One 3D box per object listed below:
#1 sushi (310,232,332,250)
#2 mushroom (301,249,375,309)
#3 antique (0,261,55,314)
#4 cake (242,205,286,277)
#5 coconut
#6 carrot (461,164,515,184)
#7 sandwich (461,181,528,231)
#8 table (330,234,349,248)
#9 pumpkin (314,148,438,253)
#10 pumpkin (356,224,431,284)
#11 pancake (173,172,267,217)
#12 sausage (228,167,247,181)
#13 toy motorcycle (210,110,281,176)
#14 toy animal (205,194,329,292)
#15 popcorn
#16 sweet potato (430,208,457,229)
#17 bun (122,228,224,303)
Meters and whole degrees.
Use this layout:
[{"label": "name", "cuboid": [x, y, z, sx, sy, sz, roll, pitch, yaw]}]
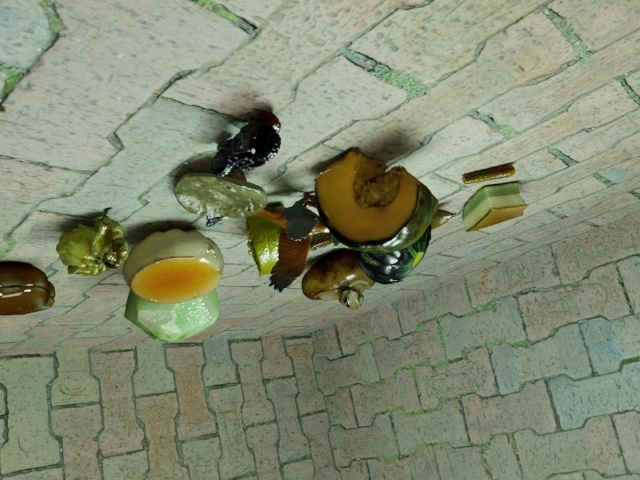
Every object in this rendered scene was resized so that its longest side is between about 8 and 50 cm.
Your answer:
[{"label": "sushi", "cuboid": [0.000, 0.000, 2.127, 0.120, 0.055, 0.052, -22, 154, -9]}, {"label": "mushroom", "cuboid": [0.085, 0.187, 2.441, 0.345, 0.260, 0.345, -12, 163, -4]}, {"label": "antique", "cuboid": [-0.933, 0.148, 1.752, 0.223, 0.129, 0.278, -18, 163, 17]}, {"label": "cake", "cuboid": [-0.156, 0.011, 1.815, 0.156, 0.179, 0.260, -10, 163, -6]}, {"label": "coconut", "cuboid": [-0.529, 0.214, 2.019, 0.328, 0.281, 0.328, -13, 156, -6]}, {"label": "carrot", "cuboid": [0.541, -0.210, 1.870, 0.170, 0.042, 0.042, -13, 164, -1]}, {"label": "sandwich", "cuboid": [0.642, -0.120, 2.125, 0.186, 0.108, 0.220, -8, 161, -16]}, {"label": "table", "cuboid": [0.080, -0.016, 2.086, 0.083, 0.079, 0.062, 2, 156, -37]}, {"label": "pumpkin", "cuboid": [0.147, -0.092, 1.560, 0.225, 0.303, 0.256, 2, 121, -58]}, {"label": "pumpkin", "cuboid": [0.232, -0.004, 2.007, 0.295, 0.296, 0.296, -12, 163, -4]}, {"label": "pancake", "cuboid": [-0.256, -0.120, 1.457, 0.241, 0.050, 0.242, 2, 159, 1]}, {"label": "sausage", "cuboid": [-0.209, -0.139, 1.524, 0.043, 0.043, 0.186, -12, 163, -3]}, {"label": "toy motorcycle", "cuboid": [-0.159, -0.209, 1.244, 0.213, 0.122, 0.082, -11, 145, 41]}, {"label": "toy animal", "cuboid": [-0.119, -0.053, 1.653, 0.302, 0.284, 0.225, -42, 157, -40]}, {"label": "popcorn", "cuboid": [-0.610, 0.013, 1.556, 0.168, 0.174, 0.195, 22, 157, -26]}, {"label": "sweet potato", "cuboid": [0.397, -0.073, 2.166, 0.074, 0.075, 0.269, -4, 170, -29]}, {"label": "bun", "cuboid": [-0.444, 0.058, 1.770, 0.298, 0.165, 0.299, -12, 149, -8]}]
